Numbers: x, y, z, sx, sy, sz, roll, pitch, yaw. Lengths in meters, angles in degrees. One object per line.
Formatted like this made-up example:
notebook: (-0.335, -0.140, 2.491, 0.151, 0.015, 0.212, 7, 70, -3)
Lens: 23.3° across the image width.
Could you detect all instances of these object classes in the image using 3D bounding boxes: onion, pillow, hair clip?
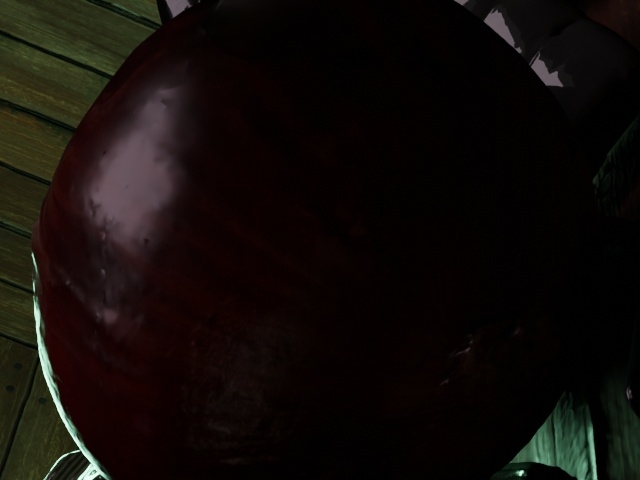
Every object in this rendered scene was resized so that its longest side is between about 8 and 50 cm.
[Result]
onion: (0.000, -0.004, 0.903, 0.341, 0.341, 0.341, -158, 90, -79)
pillow: (0.081, -0.047, 1.116, 0.228, 0.101, 0.326, 44, 117, 29)
hair clip: (0.189, 0.024, 0.884, 0.229, 0.039, 0.070, -82, 17, -68)

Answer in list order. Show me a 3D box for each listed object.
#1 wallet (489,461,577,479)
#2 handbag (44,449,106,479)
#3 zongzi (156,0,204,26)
wallet: (0.066, 0.286, 0.917, 0.169, 0.044, 0.317, -27, 43, 68)
handbag: (-0.221, 0.397, 1.629, 0.240, 0.247, 0.341, -2, 63, 66)
zongzi: (-0.067, -0.154, 1.640, 0.319, 0.362, 0.383, -39, 25, 31)
